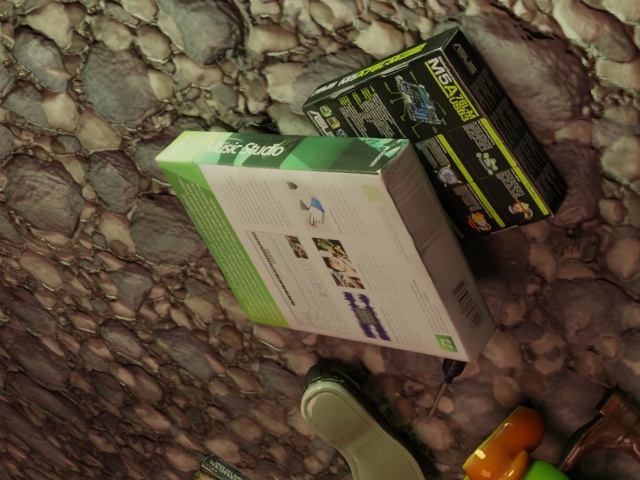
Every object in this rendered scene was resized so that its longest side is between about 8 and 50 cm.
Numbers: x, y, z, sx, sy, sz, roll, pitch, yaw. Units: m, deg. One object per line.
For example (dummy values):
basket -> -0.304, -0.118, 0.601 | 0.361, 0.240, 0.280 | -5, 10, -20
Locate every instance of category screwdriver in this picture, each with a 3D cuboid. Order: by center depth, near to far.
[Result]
screwdriver -> 0.139, 0.161, 1.417 | 0.025, 0.024, 0.170 | 2, 143, -4

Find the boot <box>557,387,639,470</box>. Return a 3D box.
boot -> 0.312, 0.220, 1.300 | 0.114, 0.037, 0.106 | 36, 104, -1

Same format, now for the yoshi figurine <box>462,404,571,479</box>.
yoshi figurine -> 0.322, 0.331, 1.369 | 0.362, 0.203, 0.203 | 41, 102, 17

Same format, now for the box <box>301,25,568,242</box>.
box -> 0.102, -0.084, 1.183 | 0.184, 0.045, 0.190 | -20, 115, 44

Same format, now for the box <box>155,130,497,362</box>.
box -> 0.000, 0.000, 1.285 | 0.322, 0.058, 0.232 | 6, 134, 44

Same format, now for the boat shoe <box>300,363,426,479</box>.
boat shoe -> 0.057, 0.237, 1.512 | 0.081, 0.068, 0.227 | -31, 113, 12

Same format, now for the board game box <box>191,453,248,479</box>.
board game box -> -0.100, 0.383, 1.796 | 0.186, 0.026, 0.126 | 34, 141, 3
